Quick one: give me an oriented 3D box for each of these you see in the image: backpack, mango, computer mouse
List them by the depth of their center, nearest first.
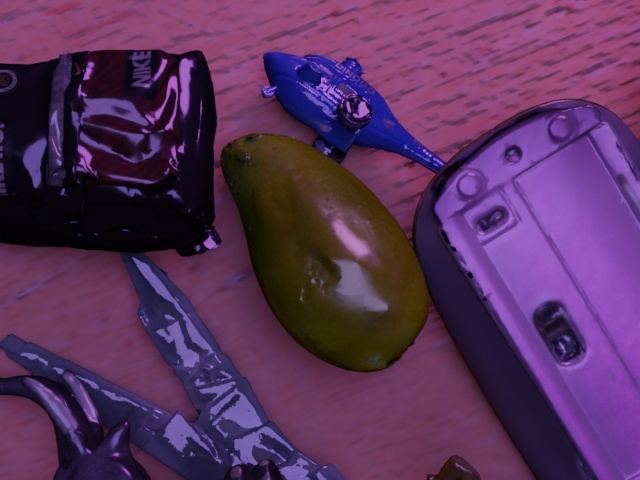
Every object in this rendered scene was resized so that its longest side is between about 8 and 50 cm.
[{"bbox_3d":[-0.139,-0.052,0.936,0.165,0.106,0.120,-2,66,-7],"label":"backpack"},{"bbox_3d":[0.000,0.000,0.953,0.091,0.074,0.165,-22,70,-38],"label":"mango"},{"bbox_3d":[0.177,0.067,0.980,0.158,0.072,0.310,-32,96,-5],"label":"computer mouse"}]

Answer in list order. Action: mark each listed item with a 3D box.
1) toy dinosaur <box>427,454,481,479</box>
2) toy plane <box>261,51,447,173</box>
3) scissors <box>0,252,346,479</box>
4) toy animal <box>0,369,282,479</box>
[{"bbox_3d":[0.077,0.200,0.922,0.162,0.039,0.126,42,104,0],"label":"toy dinosaur"},{"bbox_3d":[0.038,-0.069,0.997,0.167,0.054,0.062,33,55,-2],"label":"toy plane"},{"bbox_3d":[-0.020,0.160,0.960,0.383,0.029,0.256,42,93,3],"label":"scissors"},{"bbox_3d":[-0.085,0.162,0.910,0.137,0.082,0.269,-29,80,12],"label":"toy animal"}]
